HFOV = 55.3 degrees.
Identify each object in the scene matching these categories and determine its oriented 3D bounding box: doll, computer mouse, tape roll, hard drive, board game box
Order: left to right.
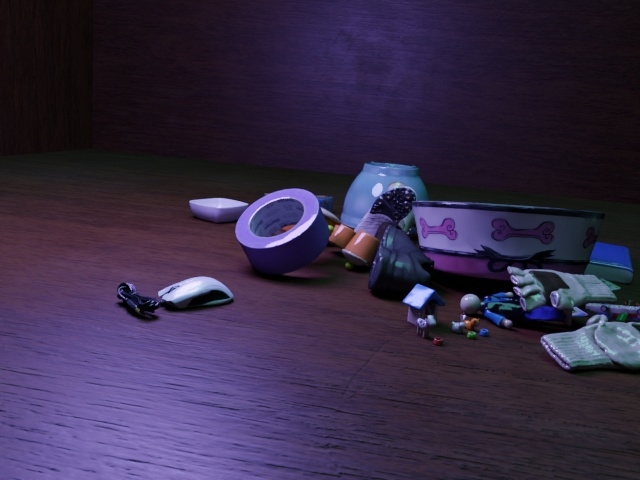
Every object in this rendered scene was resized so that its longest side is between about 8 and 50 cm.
[{"bbox_3d":[-0.240,0.087,1.047,0.192,0.042,0.106,-5,14,-37],"label":"computer mouse"},{"bbox_3d":[-0.080,-0.021,1.303,0.188,0.080,0.189,-13,40,12],"label":"tape roll"},{"bbox_3d":[-0.055,-0.121,2.045,0.194,0.060,0.194,14,14,36],"label":"board game box"},{"bbox_3d":[0.351,0.122,1.110,0.188,0.046,0.129,1,21,13],"label":"doll"},{"bbox_3d":[0.710,0.044,1.628,0.210,0.040,0.318,10,13,23],"label":"hard drive"}]

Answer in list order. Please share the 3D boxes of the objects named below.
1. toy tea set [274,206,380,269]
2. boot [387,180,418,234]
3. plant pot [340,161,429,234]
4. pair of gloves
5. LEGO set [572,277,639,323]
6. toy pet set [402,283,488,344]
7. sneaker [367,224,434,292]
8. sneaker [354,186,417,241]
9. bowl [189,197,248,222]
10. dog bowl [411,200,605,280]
[{"bbox_3d":[0.000,0.000,1.477,0.200,0.124,0.336,32,-4,-25],"label":"toy tea set"},{"bbox_3d":[0.252,-0.046,1.739,0.077,0.213,0.165,-28,26,40],"label":"boot"},{"bbox_3d":[0.217,-0.145,1.942,0.292,0.197,0.293,5,12,-1],"label":"plant pot"},{"bbox_3d":[0.434,0.121,1.001,0.204,0.042,0.240,3,34,-13],"label":"pair of gloves"},{"bbox_3d":[0.521,0.137,1.172,0.182,0.060,0.244,-9,12,-4],"label":"LEGO set"},{"bbox_3d":[0.205,0.118,1.025,0.122,0.065,0.114,-3,15,-35],"label":"toy pet set"},{"bbox_3d":[0.176,0.051,1.292,0.130,0.109,0.286,16,20,5],"label":"sneaker"},{"bbox_3d":[0.164,-0.060,1.526,0.086,0.237,0.085,-29,77,-45],"label":"sneaker"},{"bbox_3d":[-0.303,-0.089,1.813,0.142,0.053,0.142,15,15,35],"label":"bowl"},{"bbox_3d":[0.401,-0.001,1.349,0.407,0.151,0.408,3,3,0],"label":"dog bowl"}]
